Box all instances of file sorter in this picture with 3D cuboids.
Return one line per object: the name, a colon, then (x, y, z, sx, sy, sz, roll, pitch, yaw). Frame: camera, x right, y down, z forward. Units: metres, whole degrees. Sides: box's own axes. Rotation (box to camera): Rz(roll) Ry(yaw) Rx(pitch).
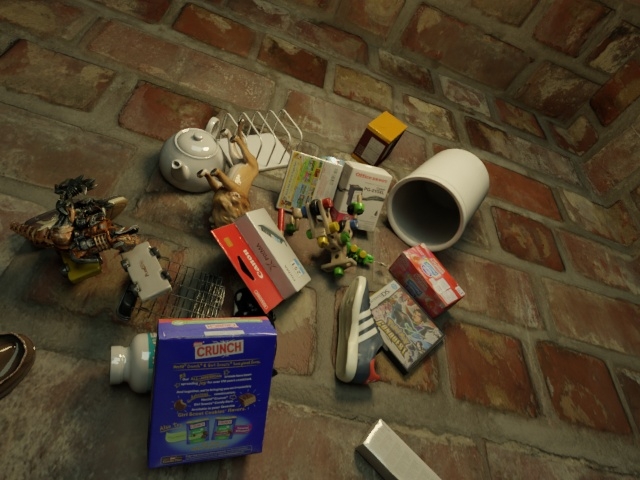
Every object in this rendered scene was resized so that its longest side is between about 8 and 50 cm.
file sorter: (-0.239, -0.405, 1.780, 0.278, 0.173, 0.193, -18, 63, -37)

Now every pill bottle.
pill bottle: (-0.390, 0.307, 1.130, 0.264, 0.146, 0.146, 1, 53, -25)

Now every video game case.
video game case: (-0.043, -0.207, 1.700, 0.206, 0.227, 0.026, 14, 12, -16)
video game case: (0.277, 0.291, 1.556, 0.248, 0.035, 0.275, -27, 68, -40)

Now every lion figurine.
lion figurine: (-0.287, -0.214, 1.539, 0.240, 0.142, 0.392, 52, 49, -39)

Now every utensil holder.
utensil holder: (0.505, -0.184, 1.875, 0.328, 0.327, 0.385, 41, 44, 9)

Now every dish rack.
dish rack: (-0.422, 0.156, 1.294, 0.272, 0.074, 0.208, 19, 48, -14)

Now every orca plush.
orca plush: (-0.188, 0.251, 1.307, 0.151, 0.102, 0.287, 7, 51, -22)

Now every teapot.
teapot: (-0.447, -0.313, 1.590, 0.253, 0.187, 0.256, -11, 58, -33)

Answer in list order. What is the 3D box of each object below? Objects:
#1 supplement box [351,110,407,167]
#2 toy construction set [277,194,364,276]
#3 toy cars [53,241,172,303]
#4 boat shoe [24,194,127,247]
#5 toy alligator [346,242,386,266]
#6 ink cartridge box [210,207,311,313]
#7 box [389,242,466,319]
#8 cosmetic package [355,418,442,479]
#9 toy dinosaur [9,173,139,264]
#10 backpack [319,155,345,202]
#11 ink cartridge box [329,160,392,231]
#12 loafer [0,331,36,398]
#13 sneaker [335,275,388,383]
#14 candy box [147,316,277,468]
supplement box: (0.273, -0.462, 2.069, 0.129, 0.194, 0.191, 39, 46, 7)
toy construction set: (0.000, 0.000, 1.556, 0.309, 0.257, 0.237, 0, 68, 6)
toy cars: (-0.564, 0.075, 1.218, 0.394, 0.087, 0.176, 13, 50, 11)
boat shoe: (-0.720, -0.080, 1.318, 0.285, 0.103, 0.092, -35, 78, -36)
toy alligator: (0.157, 0.066, 1.675, 0.190, 0.056, 0.051, 33, 86, 2)
ink cartridge box: (-0.172, 0.051, 1.385, 0.296, 0.066, 0.261, 56, 22, 0)
box: (0.397, 0.153, 1.670, 0.128, 0.122, 0.257, -19, 64, -37)
cosmetic package: (0.218, 0.624, 1.231, 0.239, 0.060, 0.099, 43, 49, 11)
toy dinosaur: (-0.646, -0.042, 1.172, 0.322, 0.164, 0.218, 10, 63, -20)
backpack: (0.034, -0.247, 1.785, 0.158, 0.173, 0.116, 16, 48, -15)
ink cartridge box: (0.153, -0.171, 1.727, 0.172, 0.237, 0.100, 9, 21, -20)
loafer: (-0.794, 0.311, 0.932, 0.134, 0.130, 0.366, 43, 47, 11)
sneaker: (0.144, 0.288, 1.426, 0.148, 0.131, 0.350, 17, 61, -14)
candy box: (-0.258, 0.347, 1.050, 0.268, 0.317, 0.122, 4, 13, -24)
